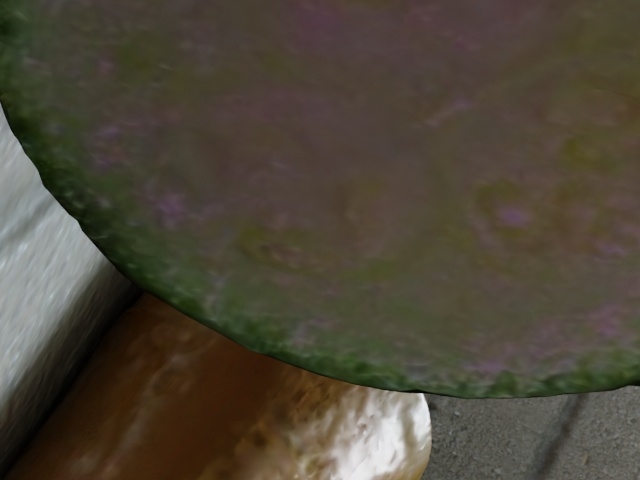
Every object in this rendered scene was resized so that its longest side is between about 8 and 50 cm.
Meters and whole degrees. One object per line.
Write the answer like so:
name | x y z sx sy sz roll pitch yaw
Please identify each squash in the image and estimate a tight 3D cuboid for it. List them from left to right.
squash | 0.059 -0.153 0.701 0.310 0.310 0.309 108 -9 -50

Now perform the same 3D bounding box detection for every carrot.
carrot | -0.087 0.132 0.990 0.254 0.196 0.196 -42 161 -37
